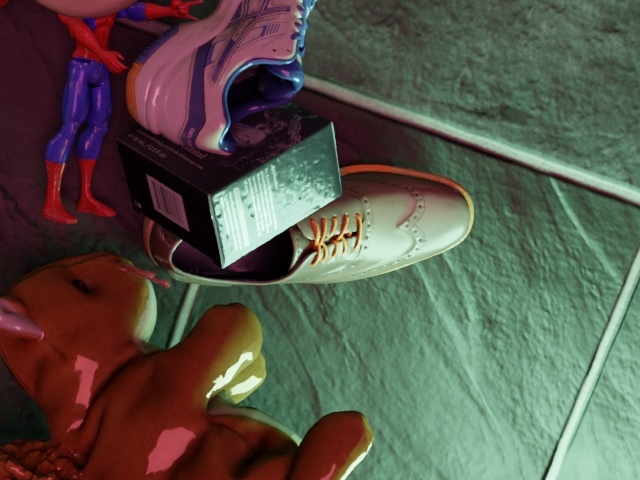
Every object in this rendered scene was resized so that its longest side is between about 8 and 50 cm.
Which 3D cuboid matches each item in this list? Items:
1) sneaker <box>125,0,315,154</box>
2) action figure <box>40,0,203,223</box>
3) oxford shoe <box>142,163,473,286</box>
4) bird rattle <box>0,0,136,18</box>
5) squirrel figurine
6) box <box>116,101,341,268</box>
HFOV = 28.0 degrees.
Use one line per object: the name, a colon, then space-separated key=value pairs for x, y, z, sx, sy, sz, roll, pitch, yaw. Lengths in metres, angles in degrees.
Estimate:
sneaker: x=-0.051 y=-0.193 z=1.257 sx=0.296 sy=0.131 sz=0.112 roll=-50 pitch=156 yaw=-21
action figure: x=-0.203 y=-0.154 z=1.273 sx=0.139 sy=0.091 sz=0.281 roll=11 pitch=105 yaw=30
oxford shoe: x=0.000 y=0.000 z=1.359 sx=0.363 sy=0.133 sz=0.130 roll=-8 pitch=106 yaw=-11
bird rattle: x=-0.240 y=-0.296 z=1.190 sx=0.207 sy=0.143 sz=0.253 roll=36 pitch=85 yaw=13
squirrel figurine: x=-0.210 y=0.211 z=1.262 sx=0.370 sy=0.281 sz=0.397 roll=41 pitch=78 yaw=3
box: x=-0.090 y=-0.073 z=1.272 sx=0.158 sy=0.156 sz=0.093 roll=-33 pitch=133 yaw=-29
